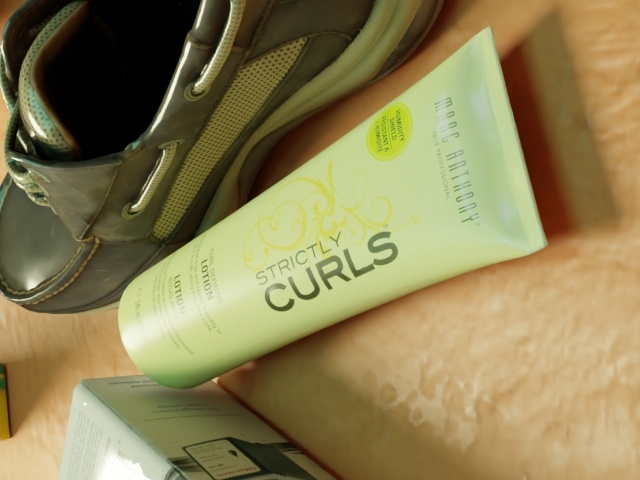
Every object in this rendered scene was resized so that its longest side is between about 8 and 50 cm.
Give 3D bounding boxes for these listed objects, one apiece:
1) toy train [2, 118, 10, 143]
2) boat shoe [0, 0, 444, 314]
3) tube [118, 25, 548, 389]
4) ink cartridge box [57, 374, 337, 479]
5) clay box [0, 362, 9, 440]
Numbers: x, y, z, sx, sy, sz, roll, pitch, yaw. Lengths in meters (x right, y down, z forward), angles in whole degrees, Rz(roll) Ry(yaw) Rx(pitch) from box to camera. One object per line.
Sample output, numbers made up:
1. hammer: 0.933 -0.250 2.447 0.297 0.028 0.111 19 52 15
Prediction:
1. toy train: -0.161 -0.068 0.949 0.083 0.017 0.024 -14 67 52
2. boat shoe: -0.089 -0.075 0.758 0.355 0.130 0.132 -44 56 43
3. tube: 0.000 0.000 0.703 0.070 0.062 0.240 49 135 -12
4. ink cartridge box: -0.048 0.162 0.740 0.190 0.082 0.139 31 114 48
5. clay box: -0.316 0.109 0.980 0.127 0.222 0.053 -17 76 51
